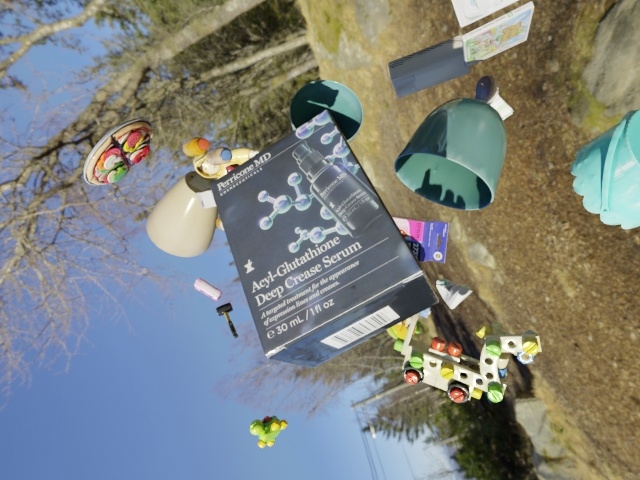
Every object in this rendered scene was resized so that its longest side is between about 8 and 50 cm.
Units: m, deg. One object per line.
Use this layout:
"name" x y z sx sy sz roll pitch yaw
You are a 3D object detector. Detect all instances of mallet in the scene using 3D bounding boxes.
"mallet" -0.334 0.298 1.544 0.190 0.062 0.039 37 146 48

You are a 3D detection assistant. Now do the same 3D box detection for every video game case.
"video game case" 0.530 -0.612 1.241 0.212 0.193 0.023 -3 -106 -68

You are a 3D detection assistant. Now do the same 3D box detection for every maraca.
"maraca" 0.303 0.298 1.491 0.186 0.099 0.127 -3 -109 -45

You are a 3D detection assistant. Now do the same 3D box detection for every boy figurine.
"boy figurine" -0.236 -0.205 1.229 0.285 0.177 0.092 22 -147 -13

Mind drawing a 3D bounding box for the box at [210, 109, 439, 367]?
"box" 0.000 0.000 0.819 0.212 0.294 0.395 43 -161 -59

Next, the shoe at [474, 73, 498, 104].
"shoe" 0.631 -0.564 1.558 0.076 0.058 0.219 60 -179 15

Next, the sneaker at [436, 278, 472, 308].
"sneaker" 0.396 0.153 1.256 0.094 0.080 0.212 51 178 13

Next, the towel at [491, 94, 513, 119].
"towel" 0.788 -0.601 1.875 0.152 0.113 0.023 37 -141 -18

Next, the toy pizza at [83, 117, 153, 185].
"toy pizza" -0.459 -0.199 0.956 0.032 0.201 0.201 42 -174 -4

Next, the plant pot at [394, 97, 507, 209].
"plant pot" 0.396 -0.264 1.191 0.293 0.235 0.293 26 169 5

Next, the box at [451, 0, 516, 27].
"box" 0.489 -0.766 1.166 0.127 0.231 0.262 48 -140 -38

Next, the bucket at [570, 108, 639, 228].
"bucket" 0.806 -0.186 1.023 0.183 0.281 0.281 106 144 -69

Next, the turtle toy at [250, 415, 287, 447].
"turtle toy" -0.169 0.589 1.284 0.066 0.095 0.130 36 179 33

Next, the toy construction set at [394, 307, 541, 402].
"toy construction set" 0.294 0.234 0.919 0.151 0.328 0.215 -17 -57 -49

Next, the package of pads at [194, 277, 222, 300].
"package of pads" -0.333 0.146 1.218 0.083 0.032 0.050 32 160 -1

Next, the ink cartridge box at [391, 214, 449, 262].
"ink cartridge box" 0.358 -0.014 1.782 0.069 0.371 0.175 -19 -65 -56

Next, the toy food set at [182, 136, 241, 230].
"toy food set" -0.226 -0.134 0.964 0.104 0.111 0.232 11 121 57

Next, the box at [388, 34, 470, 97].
"box" 0.399 -0.639 1.518 0.113 0.275 0.094 45 -145 -58

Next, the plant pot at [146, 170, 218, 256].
"plant pot" -0.485 -0.119 1.532 0.257 0.274 0.256 21 -137 -21

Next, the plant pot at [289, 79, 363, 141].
"plant pot" 0.015 -0.477 1.690 0.195 0.290 0.290 111 138 -75
